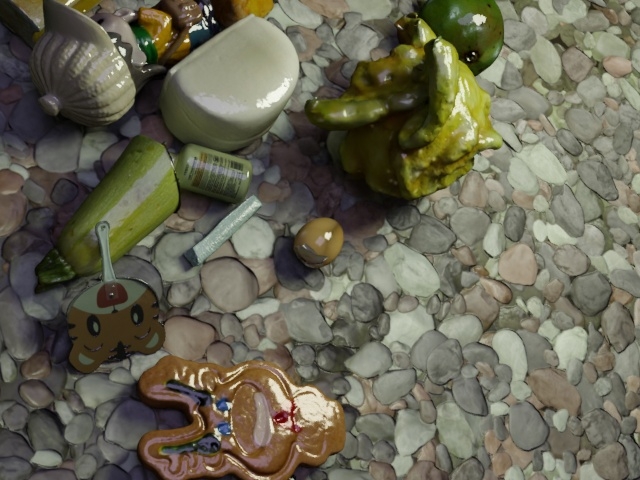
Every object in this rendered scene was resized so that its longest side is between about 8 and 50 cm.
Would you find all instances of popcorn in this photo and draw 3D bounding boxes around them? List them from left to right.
[{"bbox_3d":[0.165,-0.216,1.427,0.290,0.326,0.321,45,54,-1],"label":"popcorn"}]

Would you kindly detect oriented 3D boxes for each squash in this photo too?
[{"bbox_3d":[-0.320,-0.017,1.273,0.137,0.137,0.287,36,67,-7],"label":"squash"}]

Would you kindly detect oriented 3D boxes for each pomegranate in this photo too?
[{"bbox_3d":[0.264,-0.429,1.649,0.187,0.187,0.225,-2,44,-23],"label":"pomegranate"}]

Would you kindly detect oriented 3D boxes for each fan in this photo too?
[{"bbox_3d":[-0.316,0.081,1.235,0.153,0.008,0.226,-13,106,-27],"label":"fan"}]

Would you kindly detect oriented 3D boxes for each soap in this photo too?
[{"bbox_3d":[-0.444,-0.467,1.401,0.173,0.089,0.274,41,60,-3],"label":"soap"}]

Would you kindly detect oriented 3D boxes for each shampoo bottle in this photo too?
[{"bbox_3d":[-0.199,-0.117,1.377,0.162,0.079,0.079,15,66,-16],"label":"shampoo bottle"}]

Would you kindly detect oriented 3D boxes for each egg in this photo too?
[{"bbox_3d":[0.000,0.000,1.417,0.080,0.080,0.096,41,64,-4],"label":"egg"}]

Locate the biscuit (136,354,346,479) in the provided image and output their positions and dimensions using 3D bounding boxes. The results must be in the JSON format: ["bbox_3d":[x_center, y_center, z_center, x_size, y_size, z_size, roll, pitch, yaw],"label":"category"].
[{"bbox_3d":[-0.117,0.279,1.270,0.334,0.047,0.202,9,60,-20],"label":"biscuit"}]

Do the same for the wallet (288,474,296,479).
[{"bbox_3d":[-0.145,0.476,1.196,0.321,0.044,0.170,-17,69,-31],"label":"wallet"}]

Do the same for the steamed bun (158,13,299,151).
[{"bbox_3d":[-0.145,-0.256,1.412,0.164,0.146,0.242,45,60,1],"label":"steamed bun"}]

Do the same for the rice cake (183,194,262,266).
[{"bbox_3d":[-0.162,-0.018,1.385,0.033,0.029,0.171,49,62,-7],"label":"rice cake"}]

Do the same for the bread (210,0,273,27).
[{"bbox_3d":[-0.182,-0.517,1.503,0.129,0.134,0.260,-39,89,-30],"label":"bread"}]

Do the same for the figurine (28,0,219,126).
[{"bbox_3d":[-0.314,-0.299,1.354,0.332,0.185,0.204,-17,102,-43],"label":"figurine"}]
